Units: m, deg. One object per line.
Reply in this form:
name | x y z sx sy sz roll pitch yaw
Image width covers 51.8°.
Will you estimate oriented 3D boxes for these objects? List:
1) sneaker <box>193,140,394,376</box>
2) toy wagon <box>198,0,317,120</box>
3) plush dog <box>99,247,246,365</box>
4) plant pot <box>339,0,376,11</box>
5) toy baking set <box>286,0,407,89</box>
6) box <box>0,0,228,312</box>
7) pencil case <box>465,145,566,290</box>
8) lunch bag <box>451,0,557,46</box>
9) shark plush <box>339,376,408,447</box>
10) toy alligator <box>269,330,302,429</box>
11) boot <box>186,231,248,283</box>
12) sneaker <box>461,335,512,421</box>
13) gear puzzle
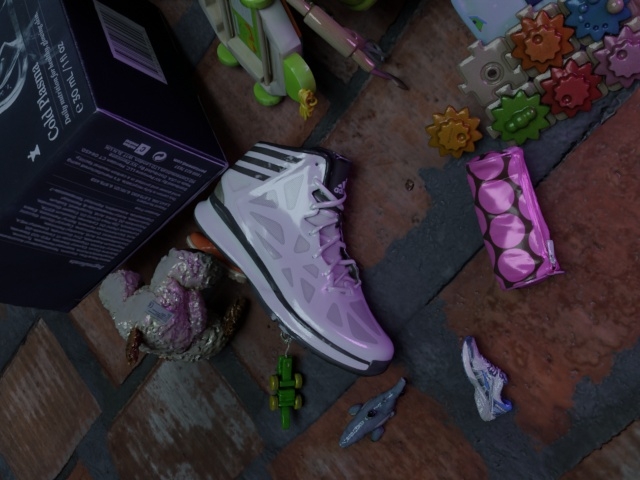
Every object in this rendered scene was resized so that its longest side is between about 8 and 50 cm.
sneaker | -0.001 0.000 1.102 0.447 0.169 0.257 44 108 17
toy wagon | -0.103 -0.341 1.111 0.068 0.267 0.344 -37 71 -14
plush dog | -0.268 0.159 1.244 0.262 0.225 0.210 -21 54 25
plant pot | -0.066 -0.544 0.914 0.366 0.353 0.366 -172 90 -73
toy baking set | 0.042 -0.320 1.024 0.256 0.197 0.030 40 114 -5
box | -0.495 -0.202 1.235 0.472 0.297 0.480 -40 58 22
pencil case | 0.285 -0.036 0.972 0.098 0.095 0.209 -30 77 65
lunch bag | 0.269 -0.421 0.926 0.223 0.160 0.262 -30 87 27
shark plush | 0.098 0.295 1.114 0.161 0.067 0.073 -39 73 27
toy alligator | -0.067 0.252 1.224 0.051 0.056 0.189 -170 80 -71
boot | -0.187 0.009 1.282 0.158 0.059 0.084 29 104 18
sneaker | 0.261 0.210 1.028 0.058 0.052 0.135 -19 90 21
gear puzzle | 0.291 -0.224 0.939 0.339 0.044 0.175 -30 110 29
